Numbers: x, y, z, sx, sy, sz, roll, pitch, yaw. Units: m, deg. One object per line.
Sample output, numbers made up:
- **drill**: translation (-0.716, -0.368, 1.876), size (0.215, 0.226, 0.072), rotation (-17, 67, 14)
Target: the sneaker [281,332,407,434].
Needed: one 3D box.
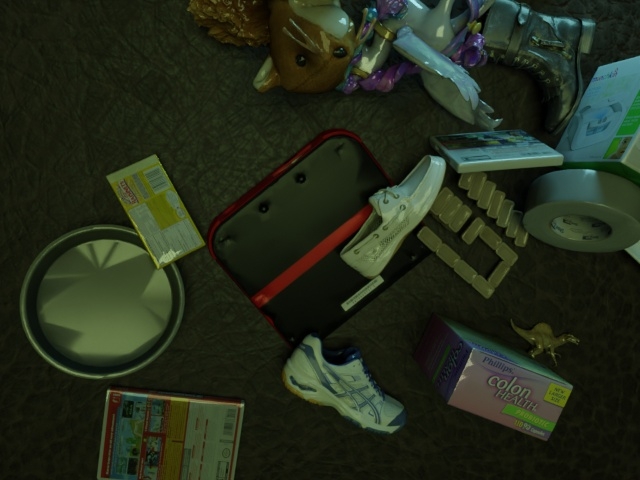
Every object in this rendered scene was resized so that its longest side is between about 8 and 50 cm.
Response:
- **sneaker**: translation (0.072, 0.295, 1.189), size (0.296, 0.112, 0.131), rotation (28, 96, -17)

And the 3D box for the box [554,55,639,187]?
- **box**: translation (0.605, -0.225, 1.106), size (0.127, 0.262, 0.231), rotation (25, 96, -9)

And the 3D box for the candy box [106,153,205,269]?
- **candy box**: translation (-0.321, -0.056, 1.125), size (0.105, 0.027, 0.206), rotation (-29, 91, -16)

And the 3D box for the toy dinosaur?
- **toy dinosaur**: translation (0.480, 0.226, 1.272), size (0.183, 0.053, 0.092), rotation (13, 81, -15)

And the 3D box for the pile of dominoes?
- **pile of dominoes**: translation (0.325, -0.025, 1.220), size (0.251, 0.040, 0.196), rotation (40, 87, -21)

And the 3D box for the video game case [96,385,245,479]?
- **video game case**: translation (-0.316, 0.422, 1.220), size (0.285, 0.025, 0.204), rotation (8, 97, -7)

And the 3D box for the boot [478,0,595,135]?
- **boot**: translation (0.413, -0.358, 1.166), size (0.229, 0.091, 0.263), rotation (11, 93, -2)

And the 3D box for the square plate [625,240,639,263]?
- **square plate**: translation (0.835, -0.046, 1.263), size (0.347, 0.049, 0.344), rotation (42, 91, -10)

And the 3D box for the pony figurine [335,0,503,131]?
- **pony figurine**: translation (0.203, -0.380, 1.065), size (0.351, 0.303, 0.363), rotation (34, 98, 23)

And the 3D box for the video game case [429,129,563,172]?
- **video game case**: translation (0.336, -0.177, 1.126), size (0.201, 0.183, 0.023), rotation (-5, 117, -5)

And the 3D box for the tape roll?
- **tape roll**: translation (0.519, -0.054, 1.138), size (0.219, 0.219, 0.072), rotation (20, 70, -8)

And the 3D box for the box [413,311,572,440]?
- **box**: translation (0.332, 0.263, 1.156), size (0.214, 0.243, 0.117), rotation (22, 95, -9)

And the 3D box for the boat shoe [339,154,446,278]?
- **boat shoe**: translation (0.136, -0.058, 1.114), size (0.096, 0.098, 0.277), rotation (31, 97, -15)

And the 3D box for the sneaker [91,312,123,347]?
- **sneaker**: translation (-0.417, 0.175, 1.172), size (0.118, 0.067, 0.042), rotation (-39, 99, -30)

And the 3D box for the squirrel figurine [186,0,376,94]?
- **squirrel figurine**: translation (-0.056, -0.440, 0.983), size (0.281, 0.397, 0.370), rotation (-21, 112, -32)

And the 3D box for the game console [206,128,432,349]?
- **game console**: translation (0.000, 0.000, 1.186), size (0.386, 0.060, 0.342), rotation (-39, 106, 1)

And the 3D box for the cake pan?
- **cake pan**: translation (-0.414, 0.116, 1.109), size (0.293, 0.054, 0.293), rotation (3, 80, -19)
